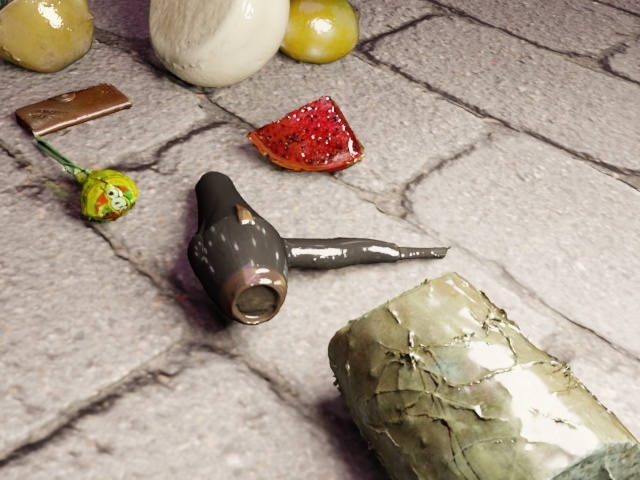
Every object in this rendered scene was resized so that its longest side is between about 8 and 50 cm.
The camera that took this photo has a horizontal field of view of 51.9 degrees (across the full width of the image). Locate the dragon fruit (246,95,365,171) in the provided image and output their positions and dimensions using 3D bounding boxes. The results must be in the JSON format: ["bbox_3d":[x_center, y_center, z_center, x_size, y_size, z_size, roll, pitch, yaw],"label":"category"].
[{"bbox_3d":[-0.019,-0.151,1.042,0.161,0.120,0.127,-21,86,8],"label":"dragon fruit"}]

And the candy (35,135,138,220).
[{"bbox_3d":[-0.358,-0.101,0.973,0.077,0.073,0.262,-14,35,-44],"label":"candy"}]

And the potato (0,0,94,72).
[{"bbox_3d":[-0.499,-0.370,1.208,0.202,0.182,0.117,-33,97,-25],"label":"potato"}]

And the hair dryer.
[{"bbox_3d":[0.000,0.000,0.884,0.359,0.120,0.303,2,27,-18],"label":"hair dryer"}]

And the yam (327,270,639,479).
[{"bbox_3d":[0.146,0.160,0.632,0.202,0.201,0.271,-18,40,-23],"label":"yam"}]

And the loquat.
[{"bbox_3d":[-0.016,-0.417,1.278,0.195,0.152,0.152,-12,44,-6],"label":"loquat"}]

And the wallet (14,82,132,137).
[{"bbox_3d":[-0.422,-0.226,1.121,0.176,0.026,0.095,-29,49,-31],"label":"wallet"}]

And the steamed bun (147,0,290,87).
[{"bbox_3d":[-0.169,-0.407,1.182,0.283,0.283,0.177,42,18,34],"label":"steamed bun"}]

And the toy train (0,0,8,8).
[{"bbox_3d":[-0.656,-0.515,1.389,0.172,0.070,0.099,-22,56,-27],"label":"toy train"}]
